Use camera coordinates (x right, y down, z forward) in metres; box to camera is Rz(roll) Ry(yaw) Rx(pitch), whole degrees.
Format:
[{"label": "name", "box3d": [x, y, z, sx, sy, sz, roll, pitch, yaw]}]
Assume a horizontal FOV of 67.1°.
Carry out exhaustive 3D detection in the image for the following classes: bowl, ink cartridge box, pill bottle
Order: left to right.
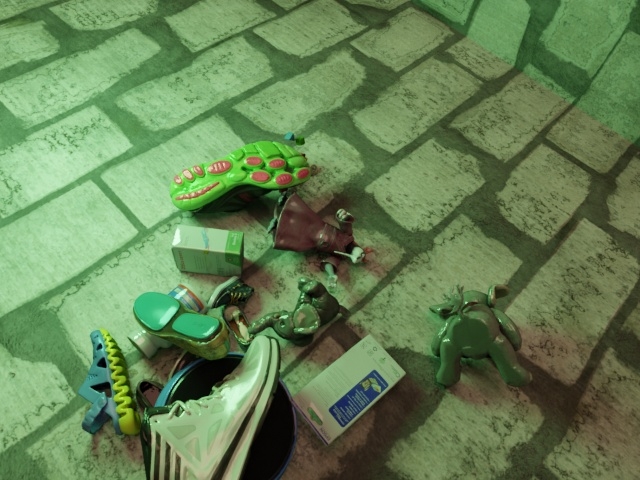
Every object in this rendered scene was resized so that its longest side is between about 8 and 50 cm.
[{"label": "pill bottle", "box3d": [-0.451, 0.238, 1.425, 0.124, 0.124, 0.221, 37, 59, 15]}, {"label": "ink cartridge box", "box3d": [-0.356, 0.036, 1.549, 0.212, 0.154, 0.093, 5, 57, -4]}, {"label": "bowl", "box3d": [-0.240, 0.482, 1.263, 0.390, 0.077, 0.391, 14, 54, -20]}, {"label": "ink cartridge box", "box3d": [0.079, 0.430, 1.398, 0.332, 0.065, 0.165, -30, 67, -31]}]

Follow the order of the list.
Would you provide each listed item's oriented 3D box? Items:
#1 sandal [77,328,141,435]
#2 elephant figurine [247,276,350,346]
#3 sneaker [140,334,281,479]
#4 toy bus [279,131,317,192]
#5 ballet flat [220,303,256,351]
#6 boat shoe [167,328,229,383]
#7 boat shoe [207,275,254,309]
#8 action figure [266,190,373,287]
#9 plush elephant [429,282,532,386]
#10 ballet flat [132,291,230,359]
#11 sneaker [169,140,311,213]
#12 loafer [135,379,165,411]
[{"label": "sandal", "box3d": [-0.595, 0.390, 1.314, 0.138, 0.126, 0.317, -18, 61, -14]}, {"label": "elephant figurine", "box3d": [-0.064, 0.246, 1.471, 0.186, 0.169, 0.239, 10, 54, 41]}, {"label": "sneaker", "box3d": [-0.266, 0.389, 1.148, 0.257, 0.169, 0.448, 28, 52, -12]}, {"label": "toy bus", "box3d": [-0.136, -0.293, 1.817, 0.104, 0.202, 0.191, 22, 59, 43]}, {"label": "ballet flat", "box3d": [-0.250, 0.253, 1.480, 0.070, 0.070, 0.188, -29, 65, -23]}, {"label": "boat shoe", "box3d": [-0.351, 0.334, 1.403, 0.068, 0.081, 0.228, 25, 55, 13]}, {"label": "boat shoe", "box3d": [-0.272, 0.171, 1.493, 0.083, 0.065, 0.183, 28, 27, 7]}, {"label": "action figure", "box3d": [0.000, 0.000, 1.645, 0.370, 0.275, 0.248, 24, 91, -12]}, {"label": "plush elephant", "box3d": [0.478, 0.262, 1.492, 0.255, 0.271, 0.330, -24, 96, -60]}, {"label": "ballet flat", "box3d": [-0.371, 0.234, 1.287, 0.348, 0.123, 0.123, 12, 51, 35]}, {"label": "sneaker", "box3d": [-0.273, -0.210, 1.678, 0.482, 0.202, 0.185, -12, 79, -4]}, {"label": "loafer", "box3d": [-0.383, 0.481, 1.296, 0.302, 0.095, 0.109, 33, 59, 13]}]
